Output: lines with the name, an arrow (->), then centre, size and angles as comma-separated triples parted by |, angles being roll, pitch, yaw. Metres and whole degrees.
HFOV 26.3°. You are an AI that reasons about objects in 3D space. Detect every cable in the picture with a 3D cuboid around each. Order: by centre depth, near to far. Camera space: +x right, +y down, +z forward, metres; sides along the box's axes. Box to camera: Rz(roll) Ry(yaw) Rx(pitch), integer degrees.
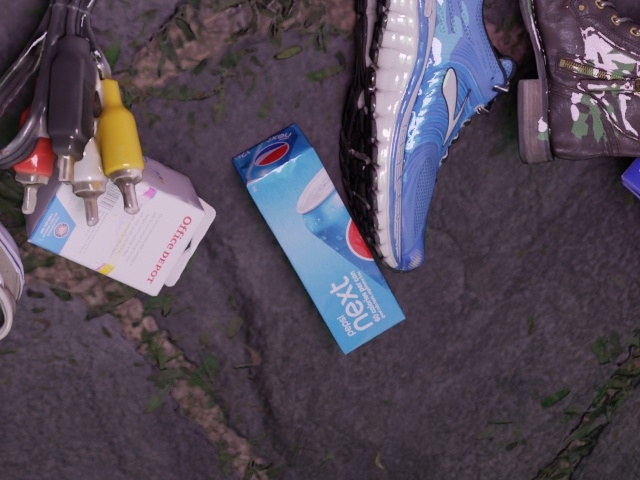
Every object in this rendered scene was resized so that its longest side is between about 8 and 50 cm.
cable -> -0.202, -0.157, 1.113 | 0.140, 0.072, 0.287 | 1, 77, 15

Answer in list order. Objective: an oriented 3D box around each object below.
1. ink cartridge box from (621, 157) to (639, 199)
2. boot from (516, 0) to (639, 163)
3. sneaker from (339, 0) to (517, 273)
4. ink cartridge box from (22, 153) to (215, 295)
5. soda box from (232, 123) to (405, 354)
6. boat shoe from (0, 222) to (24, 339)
ink cartridge box -> 0.470, -0.077, 1.303 | 0.395, 0.151, 0.270 | -50, 137, 11
boot -> 0.291, -0.173, 1.194 | 0.229, 0.091, 0.262 | 2, 95, 16
sneaker -> 0.104, -0.122, 1.221 | 0.147, 0.130, 0.329 | 0, 114, -14
ink cartridge box -> -0.175, -0.025, 1.204 | 0.143, 0.090, 0.092 | 27, 105, -26
soda box -> 0.000, 0.000, 1.282 | 0.071, 0.067, 0.210 | -30, 120, -1
boat shoe -> -0.325, -0.041, 1.019 | 0.109, 0.094, 0.302 | -42, 120, 2
